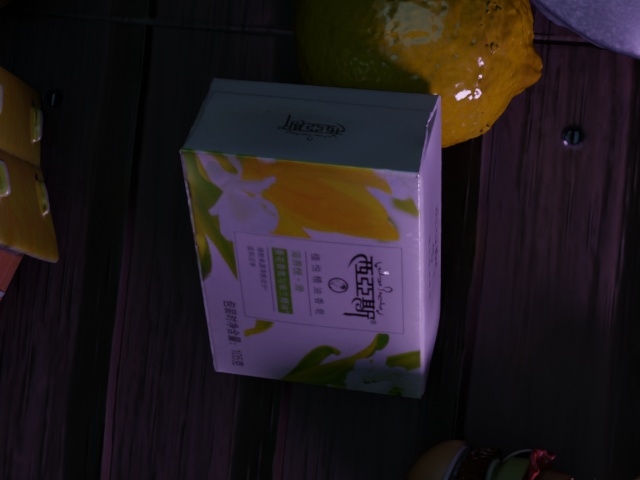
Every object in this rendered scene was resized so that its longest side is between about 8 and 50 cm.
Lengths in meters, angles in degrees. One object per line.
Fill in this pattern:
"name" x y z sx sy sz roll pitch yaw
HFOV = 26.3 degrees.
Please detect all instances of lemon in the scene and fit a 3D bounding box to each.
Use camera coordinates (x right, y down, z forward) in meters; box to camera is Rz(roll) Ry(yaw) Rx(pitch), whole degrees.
"lemon" 0.078 -0.177 1.173 0.231 0.192 0.192 21 91 14

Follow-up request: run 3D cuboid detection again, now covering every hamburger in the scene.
"hamburger" 0.127 0.246 1.159 0.137 0.175 0.175 17 90 18

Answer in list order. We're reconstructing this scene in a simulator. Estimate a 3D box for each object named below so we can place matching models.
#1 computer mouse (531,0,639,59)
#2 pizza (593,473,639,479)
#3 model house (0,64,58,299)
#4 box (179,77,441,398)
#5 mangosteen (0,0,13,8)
"computer mouse" 0.196 -0.296 1.078 0.374 0.114 0.203 42 97 9
"pizza" 0.319 0.286 1.167 0.280 0.075 0.287 4 86 7
"model house" -0.417 -0.048 1.218 0.340 0.300 0.323 27 87 12
"box" 0.000 0.000 1.151 0.194 0.111 0.260 5 130 12
"mangosteen" -0.411 -0.290 1.233 0.311 0.311 0.311 -1 87 11
